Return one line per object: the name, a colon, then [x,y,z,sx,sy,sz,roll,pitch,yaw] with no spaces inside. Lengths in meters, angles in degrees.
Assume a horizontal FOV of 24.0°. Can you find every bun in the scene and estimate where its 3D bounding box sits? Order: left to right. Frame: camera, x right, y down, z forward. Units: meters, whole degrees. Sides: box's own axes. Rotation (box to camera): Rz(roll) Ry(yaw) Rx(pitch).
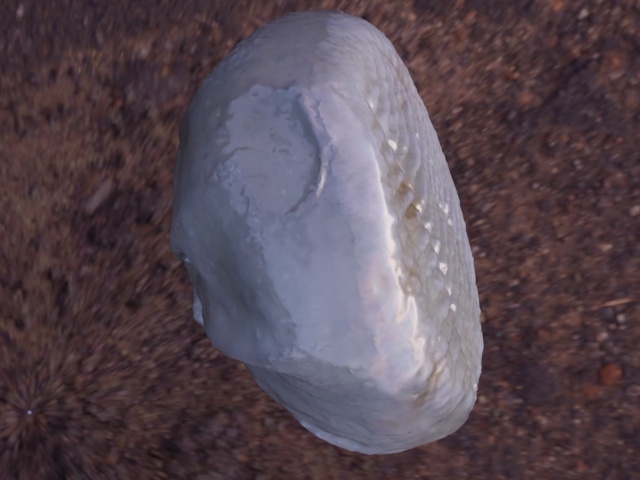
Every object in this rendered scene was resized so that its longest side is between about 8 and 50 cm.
bun: [-0.002,-0.004,1.107,0.194,0.354,0.354,-17,87,12]
